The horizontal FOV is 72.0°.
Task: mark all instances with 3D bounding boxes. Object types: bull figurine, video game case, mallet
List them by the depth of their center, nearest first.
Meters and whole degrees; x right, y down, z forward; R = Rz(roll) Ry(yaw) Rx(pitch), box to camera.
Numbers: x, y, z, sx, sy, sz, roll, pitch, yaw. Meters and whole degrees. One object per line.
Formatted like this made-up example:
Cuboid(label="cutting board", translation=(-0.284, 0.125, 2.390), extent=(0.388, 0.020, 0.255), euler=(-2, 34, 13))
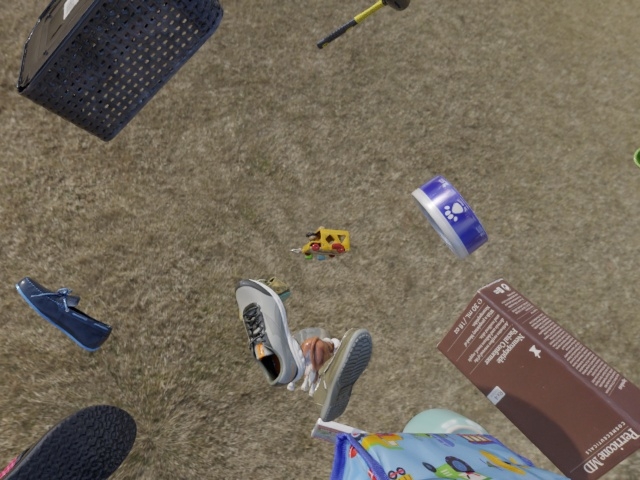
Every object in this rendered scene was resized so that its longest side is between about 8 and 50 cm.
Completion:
Cuboid(label="mallet", translation=(0.077, -0.405, 0.808), extent=(0.062, 0.189, 0.039), euler=(-12, 83, -50))
Cuboid(label="bull figurine", translation=(-0.009, 0.382, 1.373), extent=(0.101, 0.310, 0.189), euler=(13, 75, 20))
Cuboid(label="video game case", translation=(0.074, 0.746, 1.687), extent=(0.203, 0.285, 0.025), euler=(15, 57, 3))

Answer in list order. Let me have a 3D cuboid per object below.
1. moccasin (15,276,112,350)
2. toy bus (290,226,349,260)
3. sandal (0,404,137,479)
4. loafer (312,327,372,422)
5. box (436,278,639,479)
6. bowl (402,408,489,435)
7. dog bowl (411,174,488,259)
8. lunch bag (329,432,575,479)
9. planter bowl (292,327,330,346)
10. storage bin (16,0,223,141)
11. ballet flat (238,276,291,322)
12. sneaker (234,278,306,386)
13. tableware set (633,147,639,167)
Cuboid(label="moccasin", translation=(-0.880, 0.236, 1.536), extent=(0.117, 0.137, 0.342), euler=(-46, 114, -13))
Cuboid(label="toy bus", translation=(0.009, 0.002, 1.656), extent=(0.190, 0.202, 0.105), euler=(-7, 73, 22))
Cuboid(label="sandal", translation=(-0.237, 0.203, 0.366), extent=(0.179, 0.040, 0.067), euler=(-37, 100, -53))
Cuboid(label="loafer", translation=(0.036, 0.295, 0.999), extent=(0.094, 0.251, 0.087), euler=(2, 27, -44))
Cuboid(label="box", translation=(0.454, 0.282, 0.922), extent=(0.143, 0.191, 0.381), euler=(-12, 46, -45))
Cuboid(label="bowl", translation=(0.402, 0.651, 1.301), extent=(0.311, 0.163, 0.312), euler=(5, 61, -10))
Cuboid(label="dog bowl", translation=(0.406, -0.073, 1.393), extent=(0.104, 0.265, 0.265), euler=(-37, 82, 9))
Cuboid(label="lunch bag", translation=(0.099, 0.331, 0.367), extent=(0.220, 0.138, 0.294), euler=(18, 84, -34))
Cuboid(label="planter bowl", translation=(-0.035, 0.432, 1.722), extent=(0.161, 0.162, 0.109), euler=(9, 41, -17))
Cuboid(label="storage bin", translation=(-0.189, -0.199, 0.411), extent=(0.084, 0.180, 0.122), euler=(32, 28, -49))
Cuboid(label="ballet flat", translation=(-0.211, 0.192, 1.515), extent=(0.123, 0.123, 0.348), euler=(53, 17, 7))
Cuboid(label="sneaker", translation=(-0.129, 0.212, 1.033), extent=(0.272, 0.100, 0.108), euler=(61, 26, 11))
Cuboid(label="tableware set", translation=(0.479, -0.117, 0.536), extent=(0.154, 0.024, 0.104), euler=(16, 76, 31))
